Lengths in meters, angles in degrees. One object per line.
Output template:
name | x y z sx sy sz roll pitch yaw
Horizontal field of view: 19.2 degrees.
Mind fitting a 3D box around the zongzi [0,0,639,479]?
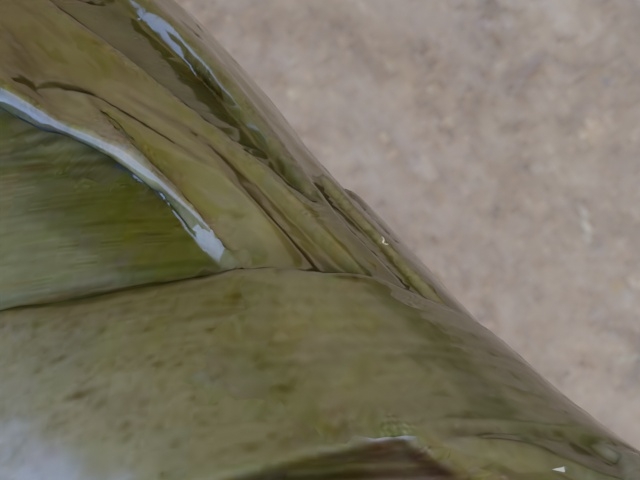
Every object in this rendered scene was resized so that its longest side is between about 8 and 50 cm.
zongzi | 0.016 0.005 0.612 0.467 0.218 0.500 -27 59 33
